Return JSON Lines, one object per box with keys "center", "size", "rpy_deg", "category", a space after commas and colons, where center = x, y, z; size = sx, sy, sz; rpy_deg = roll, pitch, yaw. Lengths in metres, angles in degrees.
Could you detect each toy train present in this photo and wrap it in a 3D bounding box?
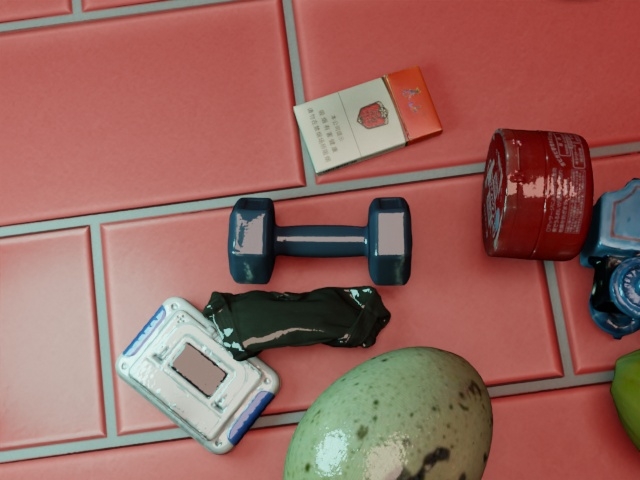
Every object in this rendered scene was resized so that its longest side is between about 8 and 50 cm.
{"center": [0.600, 0.034, 1.535], "size": [0.300, 0.188, 0.265], "rpy_deg": [7, 74, 5], "category": "toy train"}

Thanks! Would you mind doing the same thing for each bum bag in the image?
{"center": [-0.038, 0.141, 1.572], "size": [0.326, 0.079, 0.142], "rpy_deg": [-1, 50, -8], "category": "bum bag"}

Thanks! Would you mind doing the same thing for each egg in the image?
{"center": [0.108, 0.334, 1.438], "size": [0.288, 0.287, 0.379], "rpy_deg": [39, 68, 9], "category": "egg"}

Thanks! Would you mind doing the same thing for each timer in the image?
{"center": [-0.210, 0.230, 1.574], "size": [0.253, 0.078, 0.178], "rpy_deg": [36, 81, 9], "category": "timer"}

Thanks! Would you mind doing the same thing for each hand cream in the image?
{"center": [0.360, -0.076, 1.541], "size": [0.149, 0.230, 0.230], "rpy_deg": [1, 79, 1], "category": "hand cream"}

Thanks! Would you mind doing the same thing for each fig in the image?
{"center": [0.595, 0.267, 1.474], "size": [0.271, 0.239, 0.239], "rpy_deg": [30, 80, 35], "category": "fig"}

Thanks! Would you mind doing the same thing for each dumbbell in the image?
{"center": [0.000, 0.000, 1.579], "size": [0.316, 0.156, 0.143], "rpy_deg": [0, 49, 2], "category": "dumbbell"}

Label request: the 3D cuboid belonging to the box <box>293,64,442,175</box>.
{"center": [0.086, -0.219, 1.676], "size": [0.245, 0.035, 0.139], "rpy_deg": [-18, 78, -1], "category": "box"}
